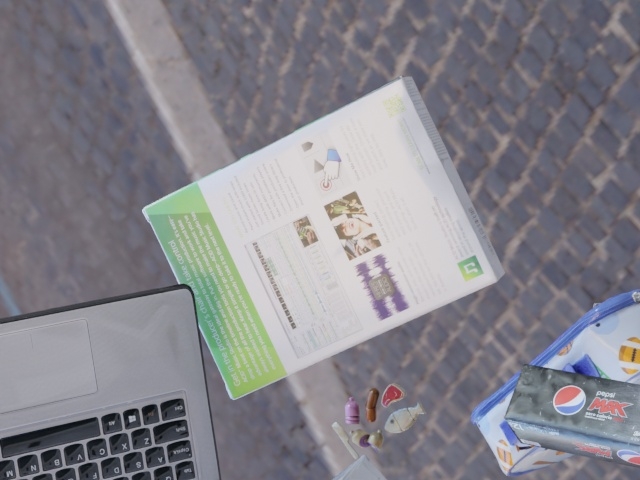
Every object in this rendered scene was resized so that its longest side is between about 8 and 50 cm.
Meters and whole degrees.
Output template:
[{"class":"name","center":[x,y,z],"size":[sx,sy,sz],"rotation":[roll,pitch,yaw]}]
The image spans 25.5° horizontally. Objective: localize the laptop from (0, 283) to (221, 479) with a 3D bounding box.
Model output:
[{"class":"laptop","center":[-0.237,0.281,1.321],"size":[0.236,0.382,0.407],"rotation":[-172,73,-66]}]

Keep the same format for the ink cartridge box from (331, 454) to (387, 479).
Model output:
[{"class":"ink cartridge box","center":[0.048,0.365,1.639],"size":[0.128,0.127,0.176],"rotation":[-41,89,19]}]

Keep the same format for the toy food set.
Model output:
[{"class":"toy food set","center":[0.069,0.226,1.813],"size":[0.122,0.019,0.078],"rotation":[-42,74,22]}]

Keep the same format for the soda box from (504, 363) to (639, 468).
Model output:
[{"class":"soda box","center":[0.248,0.154,1.209],"size":[0.169,0.060,0.053],"rotation":[8,151,32]}]

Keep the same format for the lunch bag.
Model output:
[{"class":"lunch bag","center":[0.324,0.152,1.623],"size":[0.115,0.243,0.303],"rotation":[61,138,21]}]

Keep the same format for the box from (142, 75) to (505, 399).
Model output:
[{"class":"box","center":[0.000,0.000,1.486],"size":[0.322,0.058,0.232],"rotation":[-25,89,16]}]
